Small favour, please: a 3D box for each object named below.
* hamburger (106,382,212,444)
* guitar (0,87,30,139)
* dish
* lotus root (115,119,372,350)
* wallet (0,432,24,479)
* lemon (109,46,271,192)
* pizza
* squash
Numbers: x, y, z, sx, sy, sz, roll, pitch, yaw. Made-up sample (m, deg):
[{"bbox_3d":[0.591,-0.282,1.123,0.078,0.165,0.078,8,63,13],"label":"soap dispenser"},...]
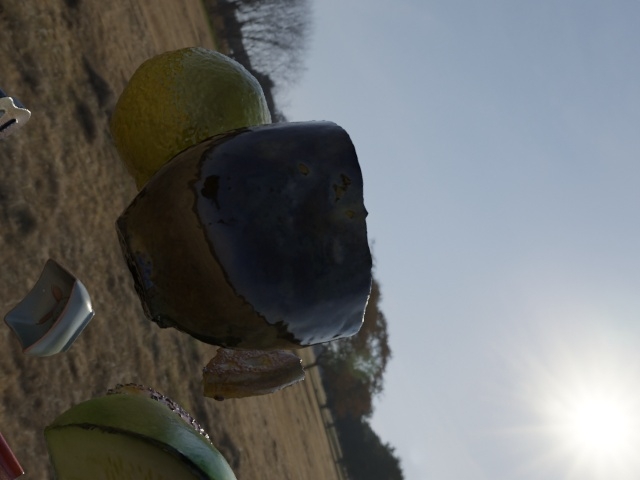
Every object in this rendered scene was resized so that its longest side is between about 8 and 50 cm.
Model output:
[{"bbox_3d":[-0.327,0.397,1.209,0.300,0.176,0.300,29,-27,17],"label":"hamburger"},{"bbox_3d":[-0.518,-0.218,0.953,0.038,0.084,0.271,49,-13,-1],"label":"guitar"},{"bbox_3d":[-0.491,0.132,1.155,0.077,0.151,0.212,41,-14,-35],"label":"dish"},{"bbox_3d":[-0.086,0.000,0.698,0.149,0.260,0.267,-167,-108,-64],"label":"lotus root"},{"bbox_3d":[-0.640,0.368,1.110,0.205,0.142,0.045,58,-6,2],"label":"wallet"},{"bbox_3d":[-0.229,-0.212,1.134,0.268,0.268,0.322,77,35,-53],"label":"lemon"},{"bbox_3d":[-0.141,0.231,1.116,0.161,0.181,0.063,29,-57,47],"label":"pizza"},{"bbox_3d":[-0.218,0.340,0.793,0.309,0.210,0.234,7,-73,64],"label":"squash"}]
